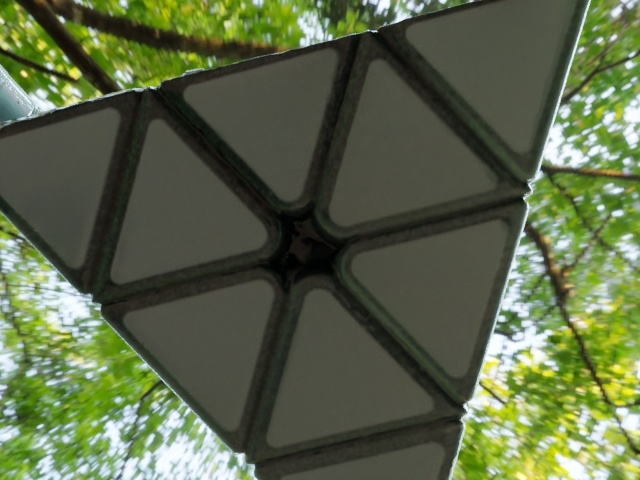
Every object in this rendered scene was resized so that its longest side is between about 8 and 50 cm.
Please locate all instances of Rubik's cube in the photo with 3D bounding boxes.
[{"bbox_3d":[-0.001,0.001,0.645,0.229,0.233,0.228,-43,-47,-28],"label":"Rubik's cube"}]

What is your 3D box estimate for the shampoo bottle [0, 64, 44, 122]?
[{"bbox_3d":[-0.131,-0.018,0.698,0.041,0.069,0.190,-19,-55,29],"label":"shampoo bottle"}]
